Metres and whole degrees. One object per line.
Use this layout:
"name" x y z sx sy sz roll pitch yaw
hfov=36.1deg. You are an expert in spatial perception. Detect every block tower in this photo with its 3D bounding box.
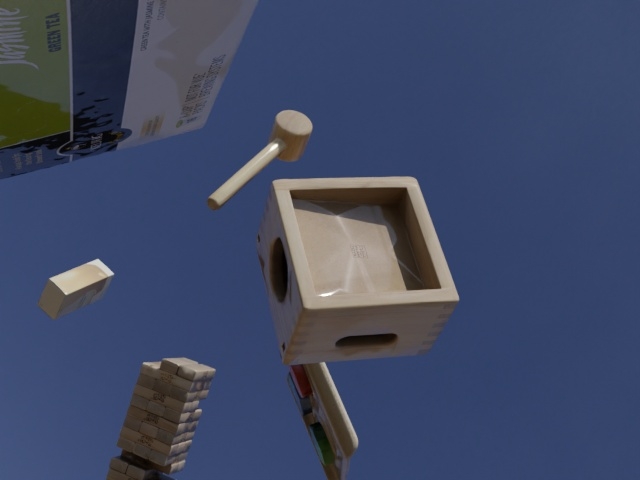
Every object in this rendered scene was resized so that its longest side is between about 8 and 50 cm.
"block tower" -0.266 0.345 1.519 0.090 0.097 0.336 18 -91 15

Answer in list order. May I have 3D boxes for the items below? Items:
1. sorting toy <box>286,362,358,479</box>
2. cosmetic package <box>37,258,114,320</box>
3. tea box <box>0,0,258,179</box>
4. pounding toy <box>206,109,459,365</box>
"sorting toy" 0.010 0.303 1.504 0.229 0.041 0.307 101 -32 -63
"cosmetic package" -0.385 0.077 1.547 0.041 0.115 0.060 40 -59 13
"tea box" -0.230 -0.175 0.597 0.329 0.323 0.220 143 -71 -72
"pounding toy" -0.010 -0.004 0.817 0.181 0.206 0.094 -2 -37 -18
